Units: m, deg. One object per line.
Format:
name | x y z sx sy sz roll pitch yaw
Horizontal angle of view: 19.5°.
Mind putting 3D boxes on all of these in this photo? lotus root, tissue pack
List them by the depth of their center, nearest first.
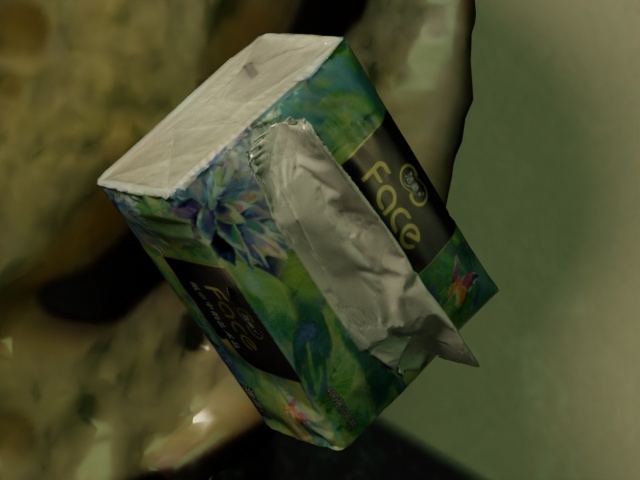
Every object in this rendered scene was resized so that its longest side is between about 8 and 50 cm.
tissue pack | 0.001 0.001 0.603 0.085 0.079 0.111 -44 118 -23
lotus root | -0.118 -0.071 0.620 0.390 0.111 0.375 23 79 -35
